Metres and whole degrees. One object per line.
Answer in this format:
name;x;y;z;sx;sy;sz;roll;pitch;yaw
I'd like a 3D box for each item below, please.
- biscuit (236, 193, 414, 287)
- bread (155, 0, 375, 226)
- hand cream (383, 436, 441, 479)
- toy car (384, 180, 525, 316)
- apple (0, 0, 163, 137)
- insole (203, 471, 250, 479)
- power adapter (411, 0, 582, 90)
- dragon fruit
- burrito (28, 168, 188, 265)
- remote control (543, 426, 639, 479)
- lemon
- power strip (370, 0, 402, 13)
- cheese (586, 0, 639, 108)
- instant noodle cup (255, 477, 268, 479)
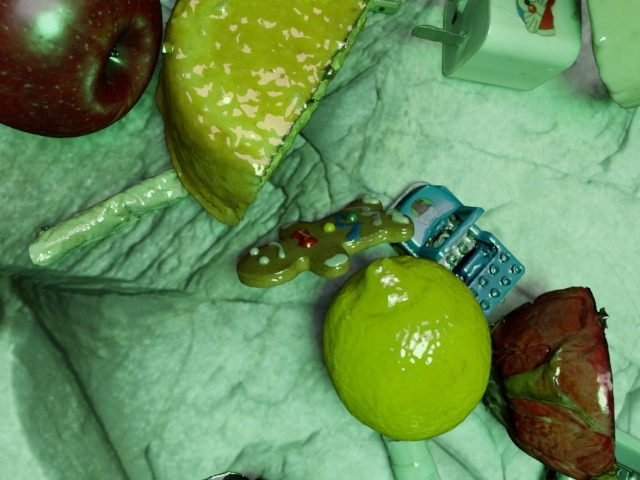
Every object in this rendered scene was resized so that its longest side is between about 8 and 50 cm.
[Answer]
biscuit;0.000;0.000;0.588;0.204;0.138;0.031;-23;120;-16
bread;-0.074;-0.201;0.561;0.178;0.194;0.340;33;78;-8
hand cream;0.130;0.325;0.621;0.078;0.050;0.205;-20;92;-15
toy car;0.171;0.010;0.643;0.191;0.100;0.097;45;79;0
apple;-0.269;-0.212;0.502;0.201;0.218;0.219;21;78;-1
insole;-0.190;0.390;0.555;0.109;0.007;0.322;42;76;-4
power adapter;0.216;-0.287;0.678;0.204;0.125;0.130;4;83;-14
dragon fruit;0.252;0.167;0.611;0.147;0.218;0.224;-2;94;17
burrito;-0.232;-0.028;0.577;0.185;0.045;0.041;-30;55;-13
remote control;0.333;0.381;0.658;0.140;0.056;0.297;28;77;-7
lemon;0.096;0.119;0.572;0.186;0.187;0.244;-26;121;-15
power strip;0.043;-0.353;0.695;0.168;0.028;0.076;3;82;-11
cheese;0.450;-0.335;0.664;0.332;0.153;0.293;-41;112;-41
instant noodle cup;-0.057;0.377;0.499;0.207;0.207;0.233;31;71;-8
